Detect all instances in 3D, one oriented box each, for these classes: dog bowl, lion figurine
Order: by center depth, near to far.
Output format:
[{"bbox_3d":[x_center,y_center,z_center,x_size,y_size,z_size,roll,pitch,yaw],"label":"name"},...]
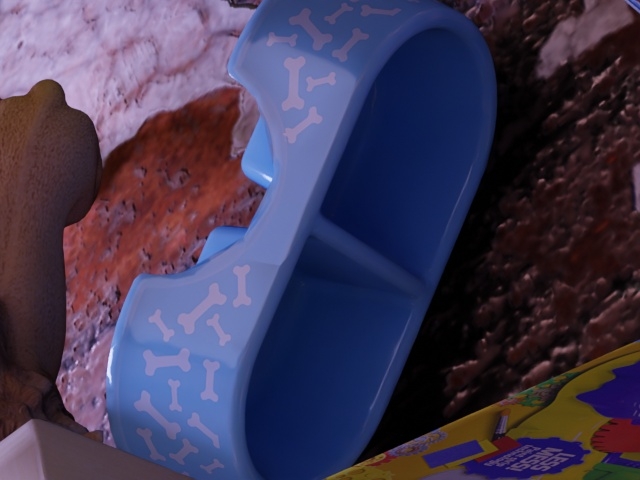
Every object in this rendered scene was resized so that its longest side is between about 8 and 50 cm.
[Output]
[{"bbox_3d":[0.000,0.000,1.025,0.074,0.166,0.297,18,82,35],"label":"dog bowl"},{"bbox_3d":[-0.176,0.037,1.118,0.240,0.142,0.392,120,147,-61],"label":"lion figurine"}]

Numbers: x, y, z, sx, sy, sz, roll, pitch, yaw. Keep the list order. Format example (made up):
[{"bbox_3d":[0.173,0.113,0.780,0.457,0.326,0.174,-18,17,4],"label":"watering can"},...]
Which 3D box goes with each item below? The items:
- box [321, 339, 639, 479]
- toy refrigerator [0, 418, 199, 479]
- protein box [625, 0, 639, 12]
[{"bbox_3d":[0.149,0.184,0.620,0.177,0.290,0.279,5,106,44],"label":"box"},{"bbox_3d":[-0.053,0.180,0.895,0.094,0.269,0.102,-38,49,23],"label":"toy refrigerator"},{"bbox_3d":[0.201,-0.137,0.872,0.136,0.200,0.201,-50,44,11],"label":"protein box"}]
